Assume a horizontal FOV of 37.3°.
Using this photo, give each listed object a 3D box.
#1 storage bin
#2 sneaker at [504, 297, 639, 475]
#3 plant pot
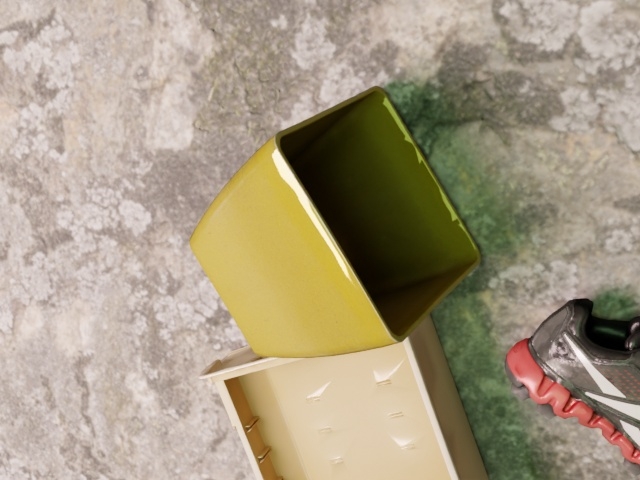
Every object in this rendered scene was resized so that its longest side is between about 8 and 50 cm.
[{"bbox_3d":[0.029,0.222,1.036,0.260,0.123,0.262,-17,99,23],"label":"storage bin"},{"bbox_3d":[0.324,0.153,0.924,0.276,0.097,0.135,33,115,10],"label":"sneaker"},{"bbox_3d":[0.000,0.000,0.952,0.187,0.212,0.212,-29,94,38],"label":"plant pot"}]
